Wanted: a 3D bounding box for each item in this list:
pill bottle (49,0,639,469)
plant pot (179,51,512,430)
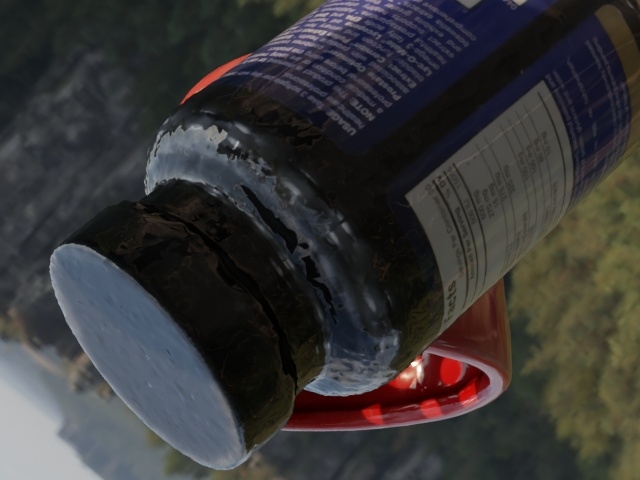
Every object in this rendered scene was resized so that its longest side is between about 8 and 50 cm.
[{"bbox_3d":[0.016,-0.023,0.462,0.123,0.219,0.123,36,149,26],"label":"pill bottle"},{"bbox_3d":[0.000,0.000,0.676,0.191,0.174,0.191,-3,160,-1],"label":"plant pot"}]
